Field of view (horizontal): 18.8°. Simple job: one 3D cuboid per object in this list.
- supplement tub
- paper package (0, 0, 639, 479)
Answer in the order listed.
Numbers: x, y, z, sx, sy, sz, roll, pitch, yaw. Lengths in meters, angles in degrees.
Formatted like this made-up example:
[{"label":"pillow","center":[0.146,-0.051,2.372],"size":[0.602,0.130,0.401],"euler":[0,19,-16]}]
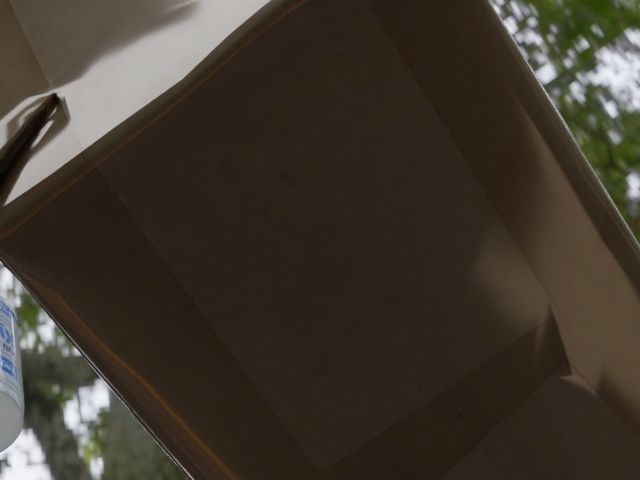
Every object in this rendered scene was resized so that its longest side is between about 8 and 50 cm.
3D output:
[{"label":"supplement tub","center":[-0.236,0.088,1.301],"size":[0.071,0.107,0.071],"euler":[-7,-52,-9]},{"label":"paper package","center":[0.000,0.000,0.744],"size":[0.168,0.309,0.325],"euler":[-37,-59,-1]}]
